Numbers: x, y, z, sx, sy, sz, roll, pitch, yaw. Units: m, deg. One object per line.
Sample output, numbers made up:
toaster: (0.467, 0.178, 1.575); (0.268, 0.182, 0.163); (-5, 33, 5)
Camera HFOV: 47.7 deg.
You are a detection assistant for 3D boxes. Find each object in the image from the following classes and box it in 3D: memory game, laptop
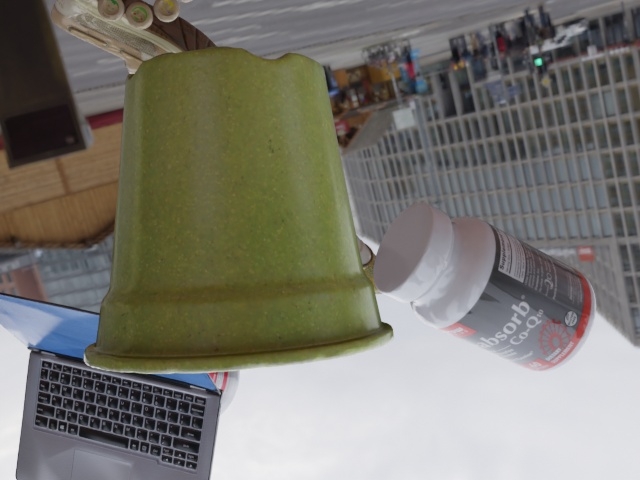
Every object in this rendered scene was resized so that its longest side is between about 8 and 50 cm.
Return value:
memory game: (-0.259, -0.390, 1.014); (0.186, 0.186, 0.012); (-17, -176, -13)
laptop: (-0.385, 0.290, 1.201); (0.381, 0.408, 0.236); (10, -175, 13)

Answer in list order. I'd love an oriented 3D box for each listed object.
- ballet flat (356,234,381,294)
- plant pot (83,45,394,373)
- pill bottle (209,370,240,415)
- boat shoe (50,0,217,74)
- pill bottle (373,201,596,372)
ballet flat: (0.000, 0.000, 1.482); (0.348, 0.123, 0.123); (26, -167, 0)
plant pot: (-0.079, -0.029, 0.660); (0.276, 0.254, 0.276); (-4, 179, 0)
pill bottle: (-0.421, 0.322, 1.830); (0.229, 0.229, 0.407); (-6, 159, 41)
boat shoe: (-0.316, -0.361, 1.328); (0.110, 0.341, 0.122); (-46, -150, 30)
pill bottle: (0.289, 0.082, 1.290); (0.362, 0.210, 0.210); (25, 176, -20)
